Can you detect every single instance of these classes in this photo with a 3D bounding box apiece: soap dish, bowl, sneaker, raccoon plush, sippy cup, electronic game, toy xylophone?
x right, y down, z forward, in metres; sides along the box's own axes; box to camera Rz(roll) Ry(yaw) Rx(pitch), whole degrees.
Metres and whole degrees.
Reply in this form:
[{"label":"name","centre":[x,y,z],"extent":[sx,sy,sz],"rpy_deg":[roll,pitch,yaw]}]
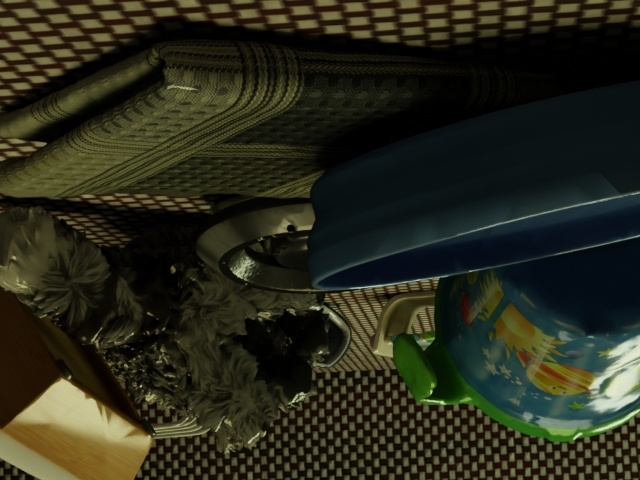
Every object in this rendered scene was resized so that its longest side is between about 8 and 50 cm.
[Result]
[{"label":"soap dish","centre":[-0.311,0.147,1.970],"extent":[0.118,0.229,0.291],"rpy_deg":[-37,151,1]},{"label":"bowl","centre":[0.176,-0.042,1.289],"extent":[0.391,0.077,0.391],"rpy_deg":[-12,174,-1]},{"label":"sneaker","centre":[-0.089,0.142,2.535],"extent":[0.282,0.099,0.153],"rpy_deg":[-5,179,-35]},{"label":"raccoon plush","centre":[-0.197,0.042,1.853],"extent":[0.446,0.216,0.299],"rpy_deg":[41,161,-34]},{"label":"sippy cup","centre":[0.223,0.038,1.591],"extent":[0.240,0.305,0.224],"rpy_deg":[25,162,7]},{"label":"electronic game","centre":[0.000,0.000,1.656],"extent":[0.229,0.048,0.229],"rpy_deg":[-2,161,-1]},{"label":"toy xylophone","centre":[0.242,0.111,2.491],"extent":[0.323,0.081,0.236],"rpy_deg":[-7,171,30]}]

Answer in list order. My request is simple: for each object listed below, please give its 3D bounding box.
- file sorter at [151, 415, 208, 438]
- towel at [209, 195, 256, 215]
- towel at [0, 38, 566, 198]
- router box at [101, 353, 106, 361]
[{"label":"file sorter","centre":[-0.236,0.162,2.344],"extent":[0.173,0.193,0.277],"rpy_deg":[-5,171,2]},{"label":"towel","centre":[-0.012,-0.032,1.662],"extent":[0.152,0.023,0.113],"rpy_deg":[-10,169,42]},{"label":"towel","centre":[-0.042,-0.083,1.269],"extent":[0.312,0.056,0.324],"rpy_deg":[-1,170,-31]},{"label":"router box","centre":[-0.287,0.092,2.149],"extent":[0.179,0.046,0.133],"rpy_deg":[-2,141,-2]}]
